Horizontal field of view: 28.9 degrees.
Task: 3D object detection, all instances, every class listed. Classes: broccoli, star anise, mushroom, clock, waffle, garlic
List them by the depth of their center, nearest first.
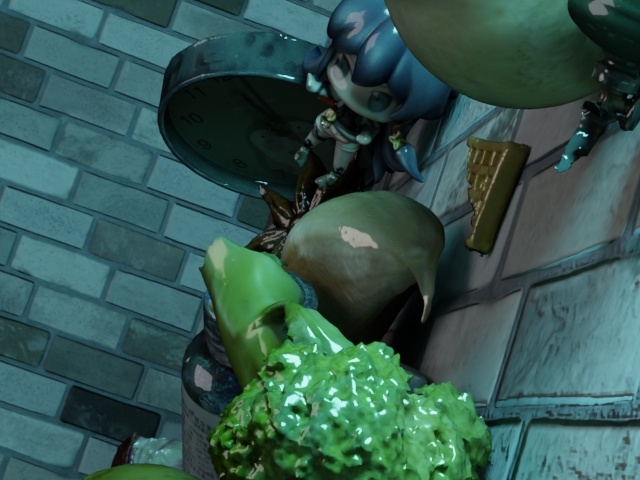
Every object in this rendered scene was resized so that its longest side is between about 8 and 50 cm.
[{"bbox_3d":[0.156,-0.223,0.819,0.254,0.234,0.260,-25,-79,-59],"label":"mushroom"},{"bbox_3d":[0.024,0.142,0.854,0.302,0.186,0.254,-88,-20,-67],"label":"broccoli"},{"bbox_3d":[0.135,-0.043,1.065,0.153,0.023,0.097,-130,61,-80],"label":"waffle"},{"bbox_3d":[0.045,0.033,1.138,0.245,0.145,0.164,127,143,-62],"label":"garlic"},{"bbox_3d":[0.000,0.000,1.584,0.272,0.102,0.272,-23,51,32],"label":"star anise"},{"bbox_3d":[-0.061,-0.155,1.651,0.319,0.319,0.066,123,161,-59],"label":"clock"}]

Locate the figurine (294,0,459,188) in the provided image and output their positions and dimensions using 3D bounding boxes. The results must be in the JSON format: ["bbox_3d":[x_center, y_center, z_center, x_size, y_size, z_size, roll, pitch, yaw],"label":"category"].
[{"bbox_3d":[0.067,-0.182,1.384,0.265,0.175,0.197,-37,28,63],"label":"figurine"}]

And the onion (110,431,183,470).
[{"bbox_3d":[-0.150,0.351,1.387,0.207,0.216,0.206,-88,15,-45],"label":"onion"}]

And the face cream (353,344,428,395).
[{"bbox_3d":[0.003,0.214,1.038,0.101,0.101,0.252,-164,93,-83],"label":"face cream"}]

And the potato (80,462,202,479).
[{"bbox_3d":[-0.113,0.316,0.912,0.270,0.219,0.359,-28,43,15],"label":"potato"}]

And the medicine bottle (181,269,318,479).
[{"bbox_3d":[-0.058,0.170,1.154,0.141,0.141,0.293,-81,-4,-57],"label":"medicine bottle"}]

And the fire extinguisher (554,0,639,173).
[{"bbox_3d":[0.203,-0.172,0.676,0.118,0.093,0.294,-22,-43,-64],"label":"fire extinguisher"}]
